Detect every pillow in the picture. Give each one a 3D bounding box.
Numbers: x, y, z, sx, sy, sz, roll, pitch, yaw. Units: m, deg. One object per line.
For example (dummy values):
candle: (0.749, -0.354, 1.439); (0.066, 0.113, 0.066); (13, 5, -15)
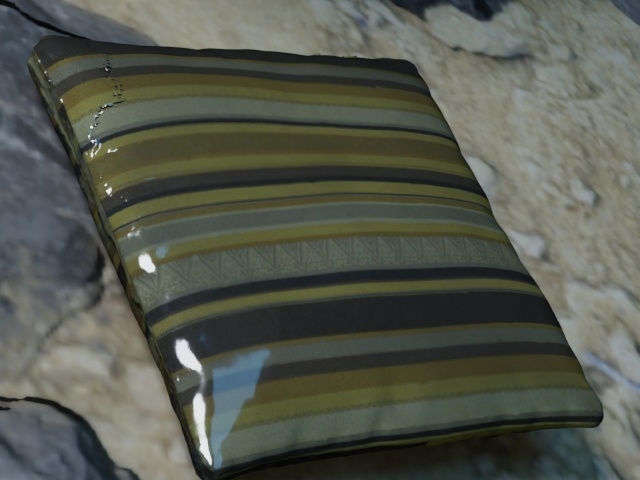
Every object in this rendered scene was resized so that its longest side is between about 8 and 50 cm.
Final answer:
pillow: (0.000, 0.000, 0.712); (0.208, 0.052, 0.212); (-1, 52, -38)
